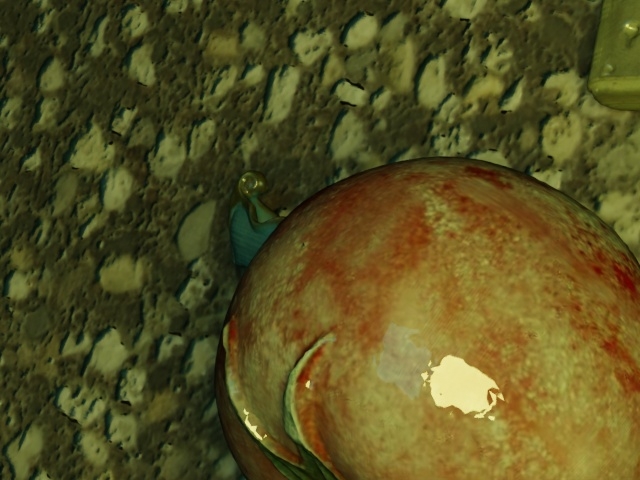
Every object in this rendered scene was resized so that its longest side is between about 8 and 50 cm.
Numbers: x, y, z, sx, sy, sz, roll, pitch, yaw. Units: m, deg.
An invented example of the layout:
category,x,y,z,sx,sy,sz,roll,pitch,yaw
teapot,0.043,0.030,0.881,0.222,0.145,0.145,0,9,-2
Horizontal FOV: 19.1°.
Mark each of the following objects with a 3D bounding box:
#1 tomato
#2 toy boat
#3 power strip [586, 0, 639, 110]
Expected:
category,x,y,z,sx,sy,sz,roll,pitch,yaw
tomato,0.083,0.104,1.239,0.316,0.317,0.282,24,56,34
toy boat,0.000,0.000,1.462,0.185,0.075,0.077,16,84,37
power strip,0.371,-0.138,1.312,0.387,0.066,0.092,1,72,32
